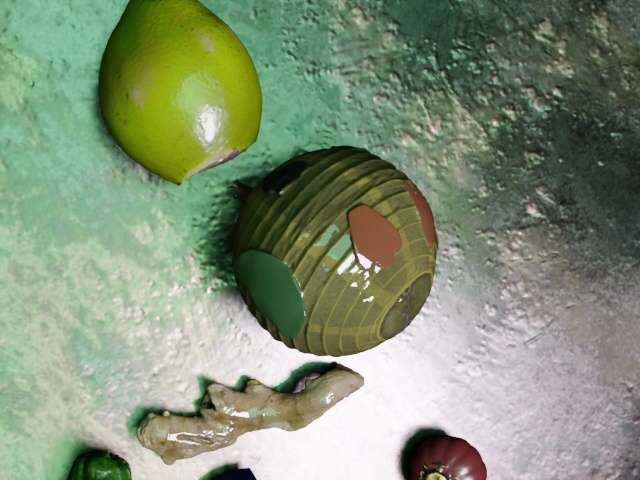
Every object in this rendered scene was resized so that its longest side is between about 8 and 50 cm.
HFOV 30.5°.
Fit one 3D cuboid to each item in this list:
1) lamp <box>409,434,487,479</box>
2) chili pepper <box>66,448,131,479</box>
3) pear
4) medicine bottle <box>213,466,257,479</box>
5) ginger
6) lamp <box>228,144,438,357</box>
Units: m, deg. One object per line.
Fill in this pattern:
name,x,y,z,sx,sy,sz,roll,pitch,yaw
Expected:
lamp,0.161,0.295,1.478,0.101,0.090,0.101,3,96,27
chili pepper,-0.283,0.366,1.366,0.099,0.083,0.253,22,87,30
pear,-0.167,-0.180,1.345,0.187,0.187,0.219,-29,89,-12
medicine bottle,-0.057,0.408,1.424,0.079,0.124,0.258,-28,110,-9
ginger,-0.081,0.203,1.429,0.288,0.075,0.089,-17,90,-9
lamp,0.000,0.000,1.369,0.284,0.250,0.250,36,81,27
